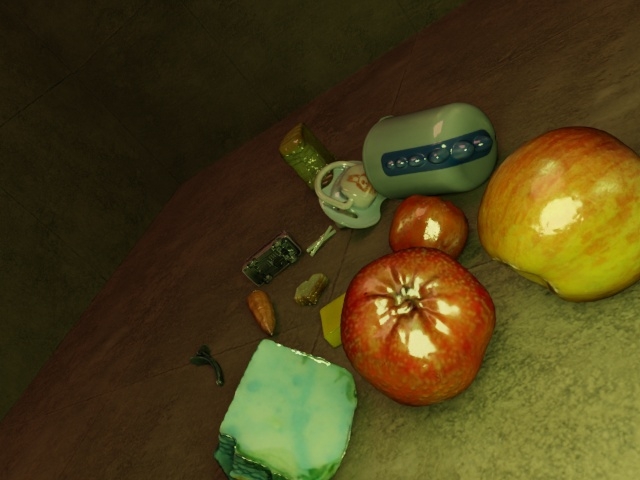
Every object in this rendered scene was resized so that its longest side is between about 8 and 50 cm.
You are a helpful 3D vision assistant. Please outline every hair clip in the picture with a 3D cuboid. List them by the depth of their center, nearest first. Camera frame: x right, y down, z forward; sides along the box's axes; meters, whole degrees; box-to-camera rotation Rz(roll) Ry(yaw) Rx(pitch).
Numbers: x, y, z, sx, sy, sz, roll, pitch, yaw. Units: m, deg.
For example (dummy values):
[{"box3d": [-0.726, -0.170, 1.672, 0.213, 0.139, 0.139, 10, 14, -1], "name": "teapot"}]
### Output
[{"box3d": [-0.322, 0.365, 1.633, 0.070, 0.039, 0.229, -47, 25, -15], "name": "hair clip"}, {"box3d": [-0.001, -0.001, 1.783, 0.115, 0.030, 0.039, -44, 23, -6], "name": "hair clip"}]

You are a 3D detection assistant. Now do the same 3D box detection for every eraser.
[{"box3d": [0.052, 0.190, 1.360, 0.097, 0.045, 0.122, -37, 23, 10], "name": "eraser"}]

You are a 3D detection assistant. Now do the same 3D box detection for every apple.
[{"box3d": [0.398, -0.035, 0.923, 0.302, 0.301, 0.301, -33, 25, 18], "name": "apple"}]

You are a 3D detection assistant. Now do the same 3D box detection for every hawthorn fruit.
[{"box3d": [0.166, 0.151, 0.992, 0.275, 0.275, 0.299, -44, -12, -6], "name": "hawthorn fruit"}, {"box3d": [0.234, -0.003, 1.269, 0.200, 0.179, 0.179, -57, 26, -5], "name": "hawthorn fruit"}]

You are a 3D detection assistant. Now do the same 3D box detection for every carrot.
[{"box3d": [-0.164, 0.220, 1.612, 0.072, 0.072, 0.205, -40, 27, 3], "name": "carrot"}]

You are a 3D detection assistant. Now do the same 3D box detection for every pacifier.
[{"box3d": [0.088, -0.125, 1.733, 0.207, 0.228, 0.279, 104, -169, -51], "name": "pacifier"}]

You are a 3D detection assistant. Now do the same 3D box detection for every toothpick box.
[{"box3d": [0.295, -0.230, 1.468, 0.355, 0.263, 0.263, 0, 47, 55], "name": "toothpick box"}]

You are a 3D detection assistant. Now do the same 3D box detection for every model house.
[{"box3d": [-0.076, 0.386, 1.093, 0.261, 0.226, 0.241, -66, -4, -49], "name": "model house"}]

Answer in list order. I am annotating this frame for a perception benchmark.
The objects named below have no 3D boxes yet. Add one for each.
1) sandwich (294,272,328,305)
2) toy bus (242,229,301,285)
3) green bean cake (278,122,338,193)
[{"box3d": [-0.027, 0.137, 1.579, 0.093, 0.035, 0.105, -8, 39, 53], "name": "sandwich"}, {"box3d": [-0.158, 0.054, 1.850, 0.199, 0.096, 0.108, -38, 19, 14], "name": "toy bus"}, {"box3d": [-0.046, -0.313, 2.137, 0.124, 0.236, 0.233, -35, 22, 21], "name": "green bean cake"}]
